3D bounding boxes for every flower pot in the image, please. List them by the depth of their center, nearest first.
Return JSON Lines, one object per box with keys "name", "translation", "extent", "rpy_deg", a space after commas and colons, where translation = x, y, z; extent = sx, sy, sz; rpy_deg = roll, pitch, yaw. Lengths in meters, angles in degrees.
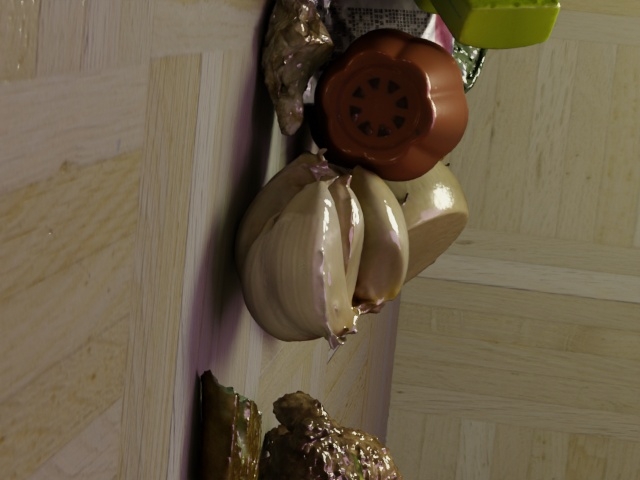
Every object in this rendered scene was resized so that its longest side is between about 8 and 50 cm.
{"name": "flower pot", "translation": [0.078, -0.159, 1.810], "extent": [0.173, 0.190, 0.190], "rpy_deg": [-33, 129, -82]}

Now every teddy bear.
{"name": "teddy bear", "translation": [-0.031, 0.315, 1.976], "extent": [0.222, 0.296, 0.246], "rpy_deg": [10, 78, -39]}

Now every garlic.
{"name": "garlic", "translation": [-0.011, -0.002, 1.753], "extent": [0.281, 0.185, 0.203], "rpy_deg": [-22, 113, -57]}

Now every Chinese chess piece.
{"name": "Chinese chess piece", "translation": [0.068, -0.005, 2.016], "extent": [0.102, 0.273, 0.273], "rpy_deg": [56, -3, 16]}

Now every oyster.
{"name": "oyster", "translation": [-0.022, -0.207, 1.792], "extent": [0.163, 0.081, 0.191], "rpy_deg": [56, 41, -73]}

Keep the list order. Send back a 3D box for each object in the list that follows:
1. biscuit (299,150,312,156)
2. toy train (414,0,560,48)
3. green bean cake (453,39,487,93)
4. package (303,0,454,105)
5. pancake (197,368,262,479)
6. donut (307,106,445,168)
{"name": "biscuit", "translation": [-0.025, -0.050, 2.126], "extent": [0.152, 0.020, 0.152], "rpy_deg": [6, 90, -82]}
{"name": "toy train", "translation": [0.177, -0.425, 1.889], "extent": [0.272, 0.179, 0.442], "rpy_deg": [108, -32, -42]}
{"name": "green bean cake", "translation": [0.132, -0.276, 2.273], "extent": [0.255, 0.132, 0.241], "rpy_deg": [-34, -152, 43]}
{"name": "package", "translation": [0.062, -0.239, 1.933], "extent": [0.030, 0.239, 0.154], "rpy_deg": [-155, -112, -63]}
{"name": "pancake", "translation": [-0.104, 0.267, 1.751], "extent": [0.197, 0.054, 0.376], "rpy_deg": [-72, 169, -47]}
{"name": "donut", "translation": [0.079, -0.190, 2.082], "extent": [0.128, 0.208, 0.261], "rpy_deg": [-30, 133, -31]}
